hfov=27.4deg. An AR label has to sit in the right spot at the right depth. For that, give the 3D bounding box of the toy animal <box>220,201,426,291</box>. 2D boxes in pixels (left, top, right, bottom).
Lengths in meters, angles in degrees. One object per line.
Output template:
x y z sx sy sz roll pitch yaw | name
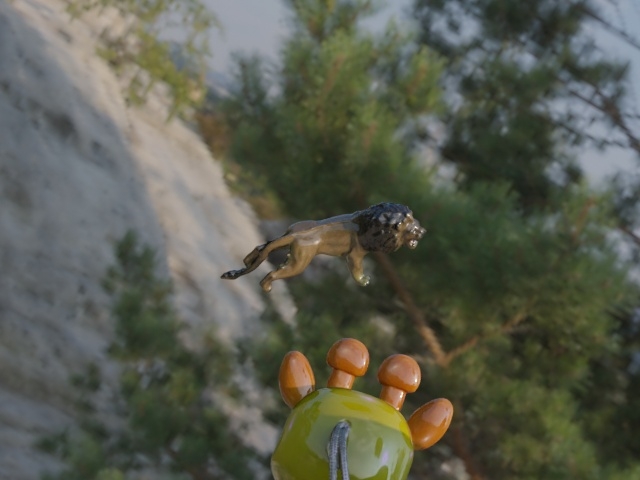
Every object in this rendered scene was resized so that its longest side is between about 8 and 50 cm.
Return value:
0.002 0.010 1.358 0.086 0.220 0.069 61 13 -54 | toy animal

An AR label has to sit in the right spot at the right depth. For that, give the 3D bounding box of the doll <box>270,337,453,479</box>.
0.008 0.183 1.018 0.143 0.220 0.135 18 -15 16 | doll
